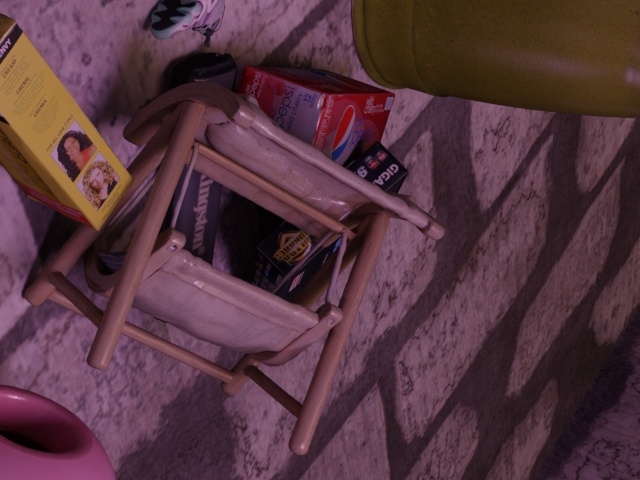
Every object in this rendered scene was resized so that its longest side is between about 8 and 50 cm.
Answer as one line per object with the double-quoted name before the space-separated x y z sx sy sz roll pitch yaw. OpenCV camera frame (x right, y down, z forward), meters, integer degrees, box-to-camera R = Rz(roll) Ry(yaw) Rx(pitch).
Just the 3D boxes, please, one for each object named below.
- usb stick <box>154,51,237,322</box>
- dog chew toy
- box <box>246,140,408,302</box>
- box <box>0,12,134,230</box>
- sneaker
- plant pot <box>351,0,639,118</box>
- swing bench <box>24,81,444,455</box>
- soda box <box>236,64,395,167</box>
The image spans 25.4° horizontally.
"usb stick" -0.126 -0.049 1.377 0.077 0.045 0.278 -31 138 -52
"dog chew toy" -0.298 0.287 1.161 0.207 0.207 0.331 -4 122 -62
"box" 0.000 0.000 1.519 0.175 0.051 0.220 -41 172 -18
"box" -0.230 -0.096 1.094 0.058 0.087 0.232 -58 154 -16
"sneaker" -0.114 -0.197 1.285 0.098 0.038 0.069 -51 150 -29
"plant pot" 0.281 -0.291 1.605 0.366 0.353 0.366 -44 147 -39
"swing bench" -0.073 0.016 1.255 0.253 0.165 0.254 30 91 -37
"soda box" -0.007 -0.125 1.441 0.263 0.092 0.083 -18 128 -73
